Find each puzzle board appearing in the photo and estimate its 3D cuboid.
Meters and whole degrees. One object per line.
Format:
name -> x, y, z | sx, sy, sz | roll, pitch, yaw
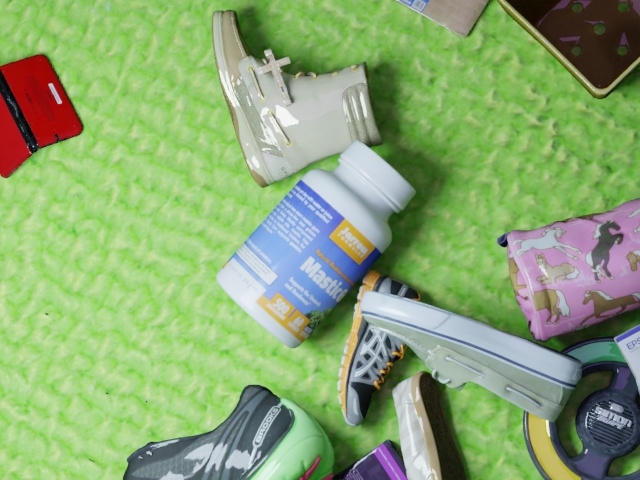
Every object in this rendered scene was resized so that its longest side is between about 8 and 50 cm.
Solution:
puzzle board -> 0.178, -0.358, 1.966 | 0.128, 0.011, 0.096 | 31, 88, 14

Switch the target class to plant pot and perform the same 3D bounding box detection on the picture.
plant pot -> 0.376, -0.310, 1.832 | 0.212, 0.187, 0.212 | -43, 76, 1

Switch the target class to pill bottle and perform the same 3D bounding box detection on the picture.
pill bottle -> 0.000, 0.000, 1.864 | 0.152, 0.152, 0.272 | 42, 90, 14

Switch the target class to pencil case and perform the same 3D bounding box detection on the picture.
pencil case -> 0.433, 0.005, 1.779 | 0.386, 0.160, 0.167 | -19, 51, 6

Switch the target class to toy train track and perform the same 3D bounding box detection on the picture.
toy train track -> -0.059, -0.225, 1.889 | 0.048, 0.014, 0.083 | -22, 82, 5

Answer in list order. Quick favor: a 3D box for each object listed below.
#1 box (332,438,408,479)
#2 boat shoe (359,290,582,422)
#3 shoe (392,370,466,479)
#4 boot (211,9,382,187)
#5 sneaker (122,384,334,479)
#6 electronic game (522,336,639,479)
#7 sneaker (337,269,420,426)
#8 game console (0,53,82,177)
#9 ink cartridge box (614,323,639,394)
box -> 0.058, 0.361, 1.857 | 0.162, 0.029, 0.116 | -34, 76, 2
boat shoe -> 0.188, 0.148, 1.785 | 0.302, 0.109, 0.094 | 20, 89, 5
shoe -> 0.145, 0.286, 1.838 | 0.058, 0.076, 0.219 | -22, 71, 29
boot -> -0.034, -0.226, 1.938 | 0.203, 0.095, 0.262 | -19, 80, 7
sneaker -> -0.200, 0.380, 1.849 | 0.483, 0.185, 0.202 | -38, 57, 0
electronic game -> 0.382, 0.240, 1.810 | 0.229, 0.048, 0.229 | -2, 80, 10
sneaker -> 0.076, 0.149, 1.864 | 0.083, 0.084, 0.215 | 13, 82, 6
game console -> -0.441, -0.185, 2.045 | 0.124, 0.085, 0.144 | -23, 76, -26
ink cartridge box -> 0.533, 0.245, 1.741 | 0.176, 0.069, 0.371 | -28, 89, 3
